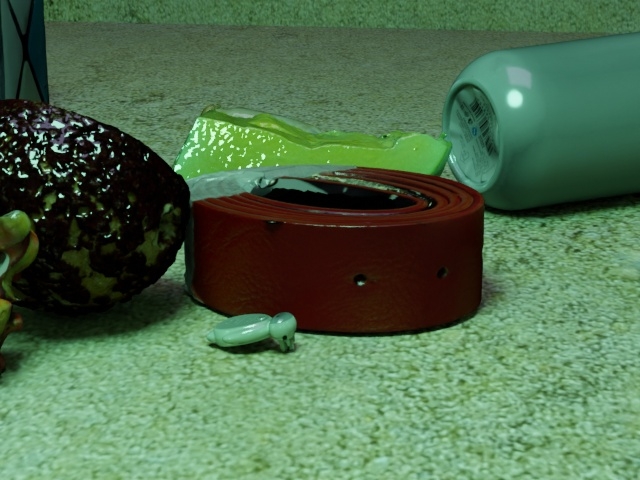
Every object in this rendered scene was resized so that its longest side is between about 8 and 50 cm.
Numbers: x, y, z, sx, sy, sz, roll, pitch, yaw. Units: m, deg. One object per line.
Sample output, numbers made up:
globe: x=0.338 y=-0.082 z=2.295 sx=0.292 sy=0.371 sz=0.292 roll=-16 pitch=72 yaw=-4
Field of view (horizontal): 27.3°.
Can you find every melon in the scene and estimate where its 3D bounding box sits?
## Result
melon: x=-0.011 y=-0.082 z=1.565 sx=0.323 sy=0.124 sz=0.196 roll=7 pitch=19 yaw=2

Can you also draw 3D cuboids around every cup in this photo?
cup: x=0.318 y=-0.150 z=1.634 sx=0.312 sy=0.205 sz=0.205 roll=-9 pitch=19 yaw=-23

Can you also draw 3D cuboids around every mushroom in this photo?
mushroom: x=-0.078 y=-0.151 z=1.883 sx=0.209 sy=0.071 sz=0.084 roll=11 pitch=-15 yaw=21

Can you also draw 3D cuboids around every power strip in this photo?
power strip: x=-0.059 y=0.085 z=1.175 sx=0.083 sy=0.035 sz=0.055 roll=-8 pitch=12 yaw=24

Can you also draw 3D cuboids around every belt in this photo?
belt: x=0.000 y=0.000 z=1.296 sx=0.324 sy=0.115 sz=0.227 roll=6 pitch=17 yaw=22

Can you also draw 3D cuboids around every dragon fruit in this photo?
dragon fruit: x=-0.312 y=0.054 z=1.097 sx=0.150 sy=0.208 sz=0.133 roll=40 pitch=6 yaw=-37

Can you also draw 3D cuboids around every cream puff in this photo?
cream puff: x=-0.243 y=-0.022 z=1.225 sx=0.239 sy=0.165 sz=0.239 roll=17 pitch=-20 yaw=6

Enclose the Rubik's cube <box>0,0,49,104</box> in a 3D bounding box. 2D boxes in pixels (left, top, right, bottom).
Rubik's cube: x=-0.577 y=-0.288 z=1.936 sx=0.305 sy=0.310 sz=0.307 roll=0 pitch=19 yaw=4
